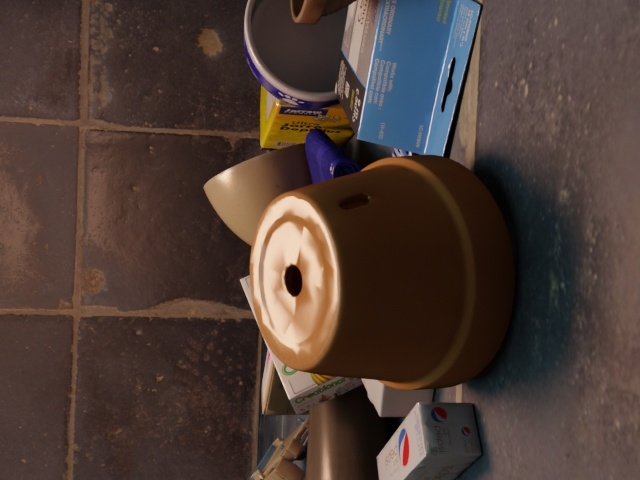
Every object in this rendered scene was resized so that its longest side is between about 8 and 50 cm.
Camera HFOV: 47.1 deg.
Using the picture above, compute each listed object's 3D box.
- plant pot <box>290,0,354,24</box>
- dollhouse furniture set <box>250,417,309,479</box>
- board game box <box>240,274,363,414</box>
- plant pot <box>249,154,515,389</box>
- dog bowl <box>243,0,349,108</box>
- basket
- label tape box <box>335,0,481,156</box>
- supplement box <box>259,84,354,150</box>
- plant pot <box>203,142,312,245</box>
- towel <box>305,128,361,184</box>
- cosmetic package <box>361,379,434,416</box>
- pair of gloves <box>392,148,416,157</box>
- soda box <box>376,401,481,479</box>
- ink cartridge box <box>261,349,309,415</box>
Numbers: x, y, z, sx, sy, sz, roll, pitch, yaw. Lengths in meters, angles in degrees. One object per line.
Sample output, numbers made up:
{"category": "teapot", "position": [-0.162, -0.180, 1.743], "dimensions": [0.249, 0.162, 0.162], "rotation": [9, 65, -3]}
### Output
{"category": "plant pot", "position": [0.029, -0.419, 1.021], "dimensions": [0.237, 0.110, 0.237], "rotation": [-177, 90, -79]}
{"category": "dollhouse furniture set", "position": [-0.040, 0.606, 1.894], "dimensions": [0.286, 0.198, 0.303], "rotation": [-51, 0, 37]}
{"category": "board game box", "position": [-0.008, 0.138, 1.279], "dimensions": [0.305, 0.193, 0.053], "rotation": [-121, 8, -48]}
{"category": "plant pot", "position": [0.051, 0.042, 0.864], "dimensions": [0.291, 0.203, 0.291], "rotation": [6, 97, 56]}
{"category": "dog bowl", "position": [-0.010, -0.383, 1.366], "dimensions": [0.104, 0.265, 0.265], "rotation": [157, 115, -82]}
{"category": "basket", "position": [0.048, 0.332, 1.249], "dimensions": [0.204, 0.154, 0.227], "rotation": [104, 168, -56]}
{"category": "label tape box", "position": [0.112, -0.280, 1.106], "dimensions": [0.333, 0.106, 0.240], "rotation": [-105, 22, -59]}
{"category": "supplement box", "position": [-0.020, -0.326, 1.601], "dimensions": [0.356, 0.195, 0.194], "rotation": [147, 124, -78]}
{"category": "plant pot", "position": [-0.097, -0.081, 1.668], "dimensions": [0.284, 0.284, 0.191], "rotation": [145, 103, -77]}
{"category": "towel", "position": [0.044, -0.089, 1.443], "dimensions": [0.308, 0.076, 0.227], "rotation": [-120, 18, -67]}
{"category": "cosmetic package", "position": [0.120, 0.126, 1.062], "dimensions": [0.117, 0.085, 0.231], "rotation": [-119, 31, -69]}
{"category": "pair of gloves", "position": [0.129, -0.081, 1.216], "dimensions": [0.159, 0.023, 0.198], "rotation": [-99, 15, -46]}
{"category": "soda box", "position": [0.136, 0.284, 0.966], "dimensions": [0.216, 0.074, 0.069], "rotation": [108, 161, -55]}
{"category": "ink cartridge box", "position": [-0.007, 0.240, 1.423], "dimensions": [0.088, 0.193, 0.234], "rotation": [-98, 15, -45]}
